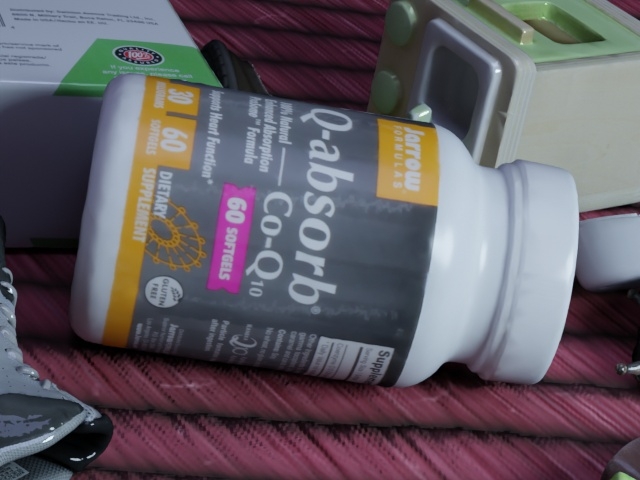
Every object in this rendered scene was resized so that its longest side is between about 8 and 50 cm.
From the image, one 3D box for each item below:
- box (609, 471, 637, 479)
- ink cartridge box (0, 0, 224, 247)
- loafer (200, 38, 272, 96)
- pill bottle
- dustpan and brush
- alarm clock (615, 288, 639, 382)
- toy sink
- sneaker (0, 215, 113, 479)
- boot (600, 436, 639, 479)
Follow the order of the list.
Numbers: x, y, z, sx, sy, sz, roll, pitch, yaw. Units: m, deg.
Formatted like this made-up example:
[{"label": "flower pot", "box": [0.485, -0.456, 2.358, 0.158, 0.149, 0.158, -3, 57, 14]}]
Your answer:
[{"label": "box", "box": [0.209, 0.254, 0.818, 0.232, 0.058, 0.322, 31, 25, -12]}, {"label": "ink cartridge box", "box": [-0.208, -0.116, 1.338, 0.211, 0.122, 0.289, 0, 30, -21]}, {"label": "loafer", "box": [-0.047, -0.052, 1.351, 0.078, 0.080, 0.220, 21, 31, -32]}, {"label": "pill bottle", "box": [0.000, 0.000, 1.168, 0.278, 0.162, 0.162, 8, 28, -6]}, {"label": "dustpan and brush", "box": [0.185, 0.001, 1.308, 0.211, 0.060, 0.147, -10, -8, -7]}, {"label": "alarm clock", "box": [0.284, 0.074, 1.254, 0.192, 0.064, 0.129, 18, 28, 3]}, {"label": "toy sink", "box": [0.124, -0.106, 1.441, 0.234, 0.131, 0.153, -9, 34, -33]}, {"label": "sneaker", "box": [-0.170, 0.072, 1.068, 0.132, 0.086, 0.229, 16, 38, -2]}, {"label": "boot", "box": [0.301, 0.143, 1.101, 0.248, 0.090, 0.207, -13, 35, -43]}]
